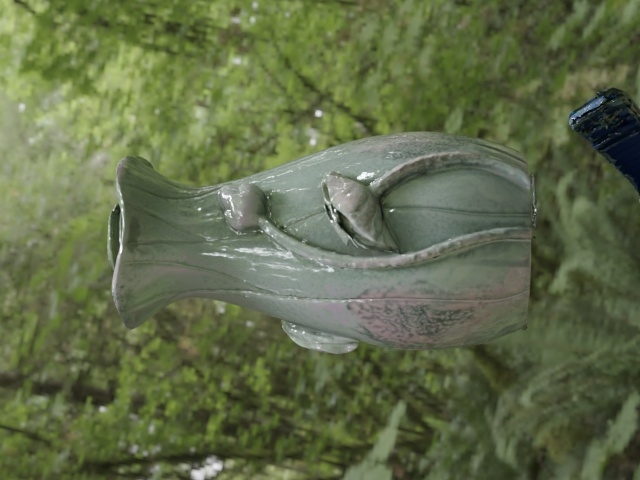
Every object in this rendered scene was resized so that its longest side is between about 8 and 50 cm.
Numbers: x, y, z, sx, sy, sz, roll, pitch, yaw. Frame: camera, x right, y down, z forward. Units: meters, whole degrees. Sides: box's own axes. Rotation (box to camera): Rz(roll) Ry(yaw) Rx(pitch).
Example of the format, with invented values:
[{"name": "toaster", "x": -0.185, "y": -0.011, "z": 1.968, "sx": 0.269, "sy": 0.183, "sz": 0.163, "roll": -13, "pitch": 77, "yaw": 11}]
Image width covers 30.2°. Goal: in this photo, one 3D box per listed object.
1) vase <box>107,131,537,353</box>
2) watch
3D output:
[{"name": "vase", "x": 0.000, "y": 0.000, "z": 1.254, "sx": 0.250, "sy": 0.445, "sz": 0.250, "roll": 0, "pitch": -90, "yaw": -86}, {"name": "watch", "x": 0.303, "y": 0.040, "z": 0.992, "sx": 0.274, "sy": 0.068, "sz": 0.276, "roll": 27, "pitch": -130, "yaw": -58}]
